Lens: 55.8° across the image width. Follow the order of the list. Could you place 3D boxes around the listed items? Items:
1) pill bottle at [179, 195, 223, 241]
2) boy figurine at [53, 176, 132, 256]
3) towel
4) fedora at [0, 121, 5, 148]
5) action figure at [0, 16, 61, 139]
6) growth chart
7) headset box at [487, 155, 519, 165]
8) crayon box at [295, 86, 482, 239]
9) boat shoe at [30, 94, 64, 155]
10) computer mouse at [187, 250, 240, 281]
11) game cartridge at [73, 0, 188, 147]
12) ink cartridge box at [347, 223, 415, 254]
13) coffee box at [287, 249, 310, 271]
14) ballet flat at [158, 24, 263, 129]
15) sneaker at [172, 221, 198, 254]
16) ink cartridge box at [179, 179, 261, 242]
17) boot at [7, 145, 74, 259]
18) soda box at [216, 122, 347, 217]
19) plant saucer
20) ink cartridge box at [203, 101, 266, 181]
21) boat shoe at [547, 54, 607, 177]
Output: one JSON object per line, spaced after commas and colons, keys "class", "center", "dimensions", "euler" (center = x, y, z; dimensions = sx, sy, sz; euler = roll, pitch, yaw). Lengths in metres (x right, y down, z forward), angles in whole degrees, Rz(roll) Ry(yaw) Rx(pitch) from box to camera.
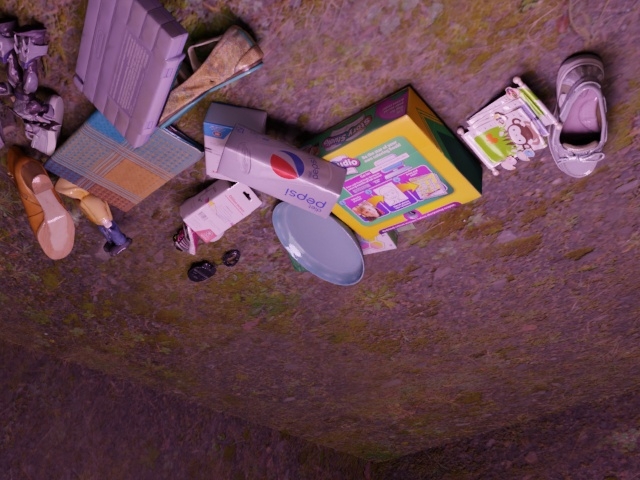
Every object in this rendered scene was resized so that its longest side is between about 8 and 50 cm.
{"class": "pill bottle", "center": [-0.347, -0.061, 1.788], "dimensions": [0.078, 0.078, 0.137], "euler": [-9, 141, 25]}
{"class": "boy figurine", "center": [-0.670, -0.083, 1.788], "dimensions": [0.177, 0.092, 0.285], "euler": [26, 152, 45]}
{"class": "towel", "center": [-0.521, -0.221, 1.597], "dimensions": [0.370, 0.040, 0.271], "euler": [-28, 134, 34]}
{"class": "fedora", "center": [-0.876, -0.305, 1.491], "dimensions": [0.124, 0.244, 0.275], "euler": [-22, 140, -6]}
{"class": "action figure", "center": [-0.687, -0.358, 1.391], "dimensions": [0.185, 0.099, 0.285], "euler": [21, 129, 13]}
{"class": "growth chart", "center": [0.416, -0.242, 1.337], "dimensions": [0.172, 0.021, 0.237], "euler": [41, 148, -6]}
{"class": "headset box", "center": [0.440, -0.211, 1.427], "dimensions": [0.062, 0.032, 0.083], "euler": [25, 143, -20]}
{"class": "crayon box", "center": [0.159, -0.171, 1.488], "dimensions": [0.363, 0.106, 0.313], "euler": [-21, 133, 38]}
{"class": "boat shoe", "center": [-0.710, -0.295, 1.545], "dimensions": [0.081, 0.079, 0.227], "euler": [17, 148, -18]}
{"class": "computer mouse", "center": [-0.357, 0.079, 2.029], "dimensions": [0.242, 0.041, 0.071], "euler": [-24, 132, 29]}
{"class": "game cartridge", "center": [-0.409, -0.381, 1.283], "dimensions": [0.230, 0.068, 0.355], "euler": [44, 140, 0]}
{"class": "ink cartridge box", "center": [0.156, -0.022, 1.734], "dimensions": [0.209, 0.062, 0.109], "euler": [-12, 139, 27]}
{"class": "coffee box", "center": [-0.002, 0.054, 1.897], "dimensions": [0.184, 0.040, 0.113], "euler": [-1, 143, 15]}
{"class": "ballet flat", "center": [-0.273, -0.363, 1.333], "dimensions": [0.348, 0.123, 0.123], "euler": [-20, 135, 36]}
{"class": "sneaker", "center": [-0.426, -0.010, 1.889], "dimensions": [0.075, 0.063, 0.170], "euler": [6, 150, -5]}
{"class": "ink cartridge box", "center": [-0.277, -0.097, 1.689], "dimensions": [0.198, 0.067, 0.115], "euler": [-33, 135, 5]}
{"class": "boot", "center": [-0.797, -0.110, 1.716], "dimensions": [0.211, 0.104, 0.295], "euler": [35, 137, 40]}
{"class": "soda box", "center": [-0.089, -0.162, 1.412], "dimensions": [0.286, 0.091, 0.098], "euler": [23, 141, -8]}
{"class": "plant saucer", "center": [0.000, 0.000, 1.727], "dimensions": [0.317, 0.044, 0.317], "euler": [29, 147, 21]}
{"class": "ink cartridge box", "center": [-0.211, -0.238, 1.503], "dimensions": [0.139, 0.082, 0.190], "euler": [11, 146, -1]}
{"class": "boat shoe", "center": [0.555, -0.241, 1.295], "dimensions": [0.118, 0.103, 0.320], "euler": [-1, 143, 15]}
